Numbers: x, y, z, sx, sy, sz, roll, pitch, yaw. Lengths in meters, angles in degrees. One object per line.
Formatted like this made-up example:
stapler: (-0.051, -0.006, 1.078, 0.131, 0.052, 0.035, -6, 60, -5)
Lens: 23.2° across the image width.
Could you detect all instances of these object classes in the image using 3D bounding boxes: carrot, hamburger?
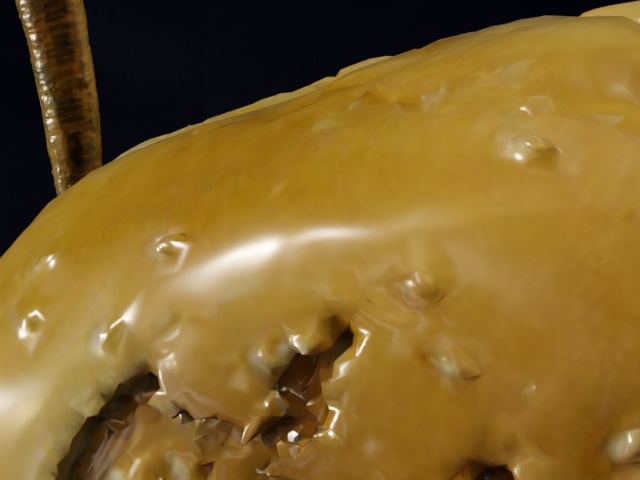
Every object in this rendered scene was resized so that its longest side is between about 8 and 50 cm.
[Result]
carrot: (-0.159, -0.097, 0.961, 0.042, 0.042, 0.171, -9, -72, -10)
hamburger: (0.049, 0.091, 0.414, 0.304, 0.174, 0.284, -16, -83, 22)
